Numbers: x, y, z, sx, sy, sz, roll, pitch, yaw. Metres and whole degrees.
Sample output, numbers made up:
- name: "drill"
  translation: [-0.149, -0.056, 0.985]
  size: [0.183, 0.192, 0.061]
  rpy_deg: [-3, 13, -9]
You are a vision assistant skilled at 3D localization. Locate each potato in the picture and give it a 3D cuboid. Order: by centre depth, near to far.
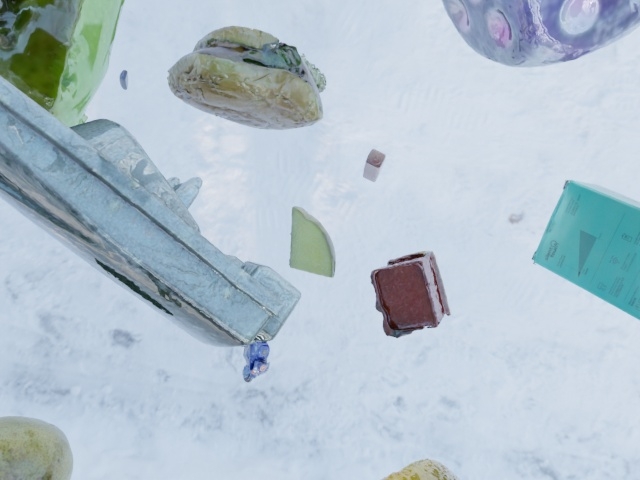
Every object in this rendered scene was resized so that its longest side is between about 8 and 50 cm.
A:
- name: "potato"
  translation: [0.000, 0.000, 1.316]
  size: [0.120, 0.081, 0.149]
  rpy_deg: [14, 111, 30]

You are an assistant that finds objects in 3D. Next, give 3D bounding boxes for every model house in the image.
- name: "model house"
  translation: [0.273, 0.139, 1.667]
  size: [0.160, 0.254, 0.196]
  rpy_deg: [-14, 93, 30]

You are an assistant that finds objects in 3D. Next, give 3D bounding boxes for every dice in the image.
- name: "dice"
  translation: [0.335, -0.440, 0.872]
  size: [0.270, 0.270, 0.271]
  rpy_deg: [-29, 126, -3]

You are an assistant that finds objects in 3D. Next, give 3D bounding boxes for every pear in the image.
- name: "pear"
  translation: [-0.294, -0.231, 0.500]
  size: [0.239, 0.318, 0.342]
  rpy_deg: [15, 94, -27]
- name: "pear"
  translation: [-0.429, 0.324, 0.813]
  size: [0.167, 0.136, 0.167]
  rpy_deg: [-7, 107, -24]

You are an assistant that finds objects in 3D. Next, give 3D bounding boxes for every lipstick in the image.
- name: "lipstick"
  translation: [0.144, -0.202, 1.603]
  size: [0.045, 0.145, 0.045]
  rpy_deg: [25, 81, 4]

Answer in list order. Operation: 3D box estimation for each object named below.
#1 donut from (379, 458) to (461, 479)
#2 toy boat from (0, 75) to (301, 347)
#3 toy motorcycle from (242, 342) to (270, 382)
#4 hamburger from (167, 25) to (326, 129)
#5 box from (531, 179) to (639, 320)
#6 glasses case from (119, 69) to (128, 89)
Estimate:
- name: "donut"
  translation: [0.073, 0.385, 0.748]
  size: [0.303, 0.303, 0.110]
  rpy_deg: [-38, 60, 3]
- name: "toy boat"
  translation: [-0.152, -0.037, 0.407]
  size: [0.319, 0.141, 0.092]
  rpy_deg: [43, 73, -28]
- name: "toy motorcycle"
  translation: [-0.186, 0.320, 1.738]
  size: [0.076, 0.114, 0.205]
  rpy_deg: [14, 81, -36]
- name: "hamburger"
  translation: [-0.128, -0.278, 1.082]
  size: [0.285, 0.265, 0.134]
  rpy_deg: [17, 78, -38]
- name: "box"
  translation: [0.624, 0.022, 1.207]
  size: [0.118, 0.311, 0.205]
  rpy_deg: [4, 112, -40]
- name: "glasses case"
  translation: [-0.582, -0.476, 1.742]
  size: [0.023, 0.083, 0.033]
  rpy_deg: [9, 79, -14]
